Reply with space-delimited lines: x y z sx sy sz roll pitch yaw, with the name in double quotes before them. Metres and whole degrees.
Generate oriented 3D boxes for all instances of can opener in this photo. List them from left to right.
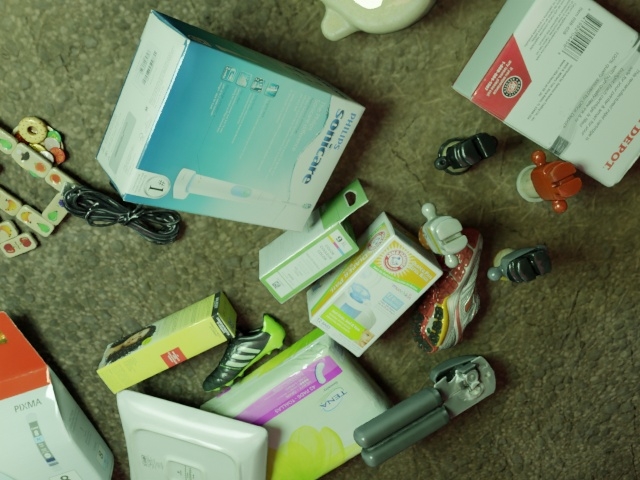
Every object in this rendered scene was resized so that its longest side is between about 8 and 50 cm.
"can opener" 0.181 0.289 1.150 0.284 0.095 0.075 -26 103 -15

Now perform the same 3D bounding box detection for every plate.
"plate" -0.230 0.398 1.157 0.278 0.045 0.277 13 127 11

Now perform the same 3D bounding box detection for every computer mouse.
"computer mouse" -0.254 -0.130 0.989 0.189 0.072 0.272 22 117 -31

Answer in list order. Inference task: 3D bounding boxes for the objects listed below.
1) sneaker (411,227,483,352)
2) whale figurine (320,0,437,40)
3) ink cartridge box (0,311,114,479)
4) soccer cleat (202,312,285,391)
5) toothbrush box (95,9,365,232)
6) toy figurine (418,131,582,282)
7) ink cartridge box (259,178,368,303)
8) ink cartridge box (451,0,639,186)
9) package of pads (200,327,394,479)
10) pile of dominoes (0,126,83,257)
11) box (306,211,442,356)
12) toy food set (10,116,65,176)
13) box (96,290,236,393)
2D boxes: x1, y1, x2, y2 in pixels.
"sneaker" 0.229 0.083 1.124 0.093 0.088 0.225 3 111 -35
"whale figurine" 0.041 -0.384 0.892 0.272 0.141 0.216 15 113 16
"ink cartridge box" -0.586 0.329 1.127 0.308 0.091 0.384 -18 122 4
"soccer cleat" -0.144 0.197 1.150 0.179 0.060 0.072 -37 101 4
"toothbrush box" -0.117 -0.148 0.896 0.296 0.126 0.216 9 116 -41
"toy figurine" 0.260 -0.048 0.993 0.213 0.148 0.209 17 91 -5
"ink cartridge box" 0.000 0.000 1.045 0.209 0.109 0.062 -36 111 10
"ink cartridge box" 0.370 -0.234 0.971 0.273 0.114 0.197 28 107 -15
"package of pads" -0.037 0.321 1.183 0.297 0.101 0.229 -35 111 11
"pile of dominoes" -0.519 -0.081 0.994 0.251 0.040 0.196 38 113 -17
"box" 0.085 0.071 1.084 0.114 0.103 0.203 38 105 -18
"toy food set" -0.433 -0.141 0.999 0.083 0.020 0.083 41 104 -19
"box" -0.258 0.172 1.111 0.232 0.087 0.058 -26 113 5
